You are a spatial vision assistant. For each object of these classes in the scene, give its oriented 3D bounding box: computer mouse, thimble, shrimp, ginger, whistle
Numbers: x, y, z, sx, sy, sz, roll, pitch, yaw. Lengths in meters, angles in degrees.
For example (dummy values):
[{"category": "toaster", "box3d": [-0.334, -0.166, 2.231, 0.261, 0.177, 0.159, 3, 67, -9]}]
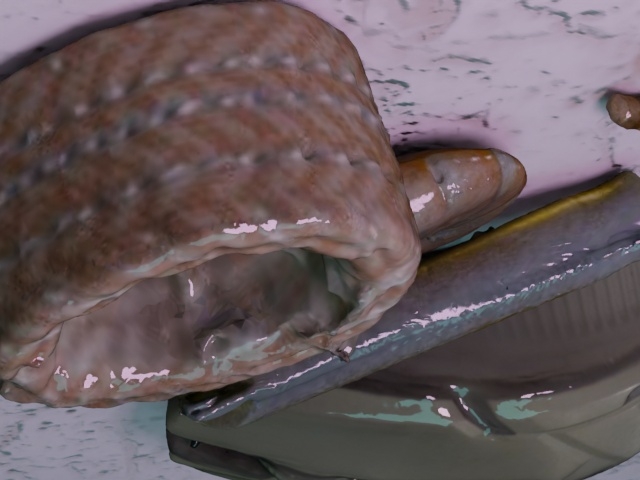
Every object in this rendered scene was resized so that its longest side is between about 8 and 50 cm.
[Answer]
[{"category": "computer mouse", "box3d": [0.106, 0.111, 1.273, 0.429, 0.145, 0.228, -11, 156, -9]}, {"category": "thimble", "box3d": [-0.071, -0.012, 0.933, 0.229, 0.148, 0.196, -12, 153, -11]}, {"category": "shrimp", "box3d": [0.004, 0.002, 1.100, 0.254, 0.059, 0.145, -25, 169, 3]}, {"category": "ginger", "box3d": [0.217, -0.077, 1.089, 0.097, 0.030, 0.048, 4, 149, -37]}, {"category": "whistle", "box3d": [0.061, 0.042, 1.141, 0.326, 0.057, 0.068, -22, -175, -8]}]
